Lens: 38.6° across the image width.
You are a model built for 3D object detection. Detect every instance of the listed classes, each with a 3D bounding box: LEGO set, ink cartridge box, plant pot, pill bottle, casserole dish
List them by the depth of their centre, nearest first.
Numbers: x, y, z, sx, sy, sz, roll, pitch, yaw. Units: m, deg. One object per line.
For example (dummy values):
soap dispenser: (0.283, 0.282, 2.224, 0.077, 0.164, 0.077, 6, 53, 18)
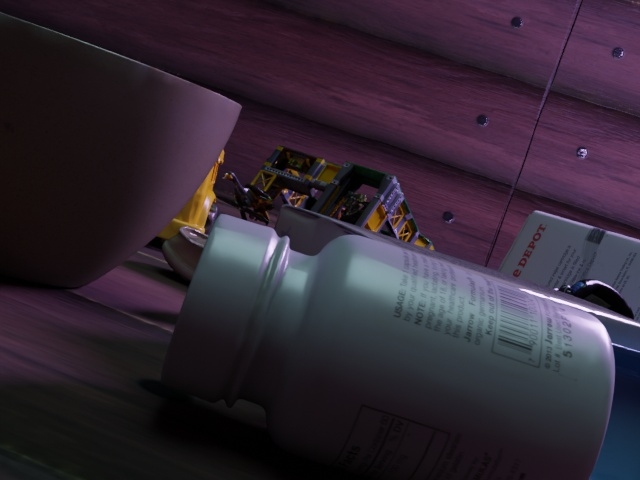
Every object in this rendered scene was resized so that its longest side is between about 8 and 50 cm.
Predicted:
pill bottle: (0.034, 0.069, 0.522, 0.229, 0.131, 0.131, 19, 4, -3)
casserole dish: (0.224, 0.140, 0.699, 0.188, 0.114, 0.037, 17, -23, -33)
plant pot: (-0.229, -0.070, 0.768, 0.284, 0.191, 0.284, 18, 4, -1)
ink cartridge box: (0.388, 0.093, 1.301, 0.273, 0.197, 0.114, 23, -12, 43)
LEGO set: (0.000, 0.000, 1.460, 0.331, 0.192, 0.255, 24, -24, 27)

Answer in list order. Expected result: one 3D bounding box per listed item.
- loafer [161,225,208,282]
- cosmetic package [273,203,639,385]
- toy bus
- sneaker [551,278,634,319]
loafer: (-0.041, 0.031, 0.983, 0.268, 0.092, 0.102, 20, 4, 13)
cosmetic package: (0.103, 0.079, 0.742, 0.296, 0.129, 0.153, 17, 5, -31)
toy bus: (-0.196, -0.101, 1.254, 0.149, 0.211, 0.220, 17, 2, -4)
sneaker: (0.252, 0.107, 0.945, 0.129, 0.147, 0.330, 16, 4, -36)
